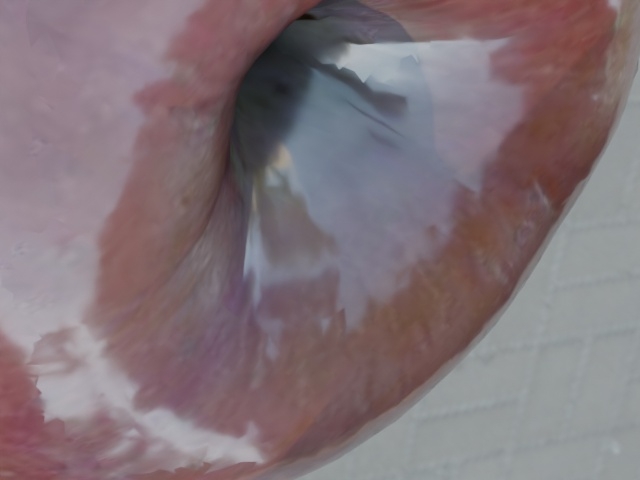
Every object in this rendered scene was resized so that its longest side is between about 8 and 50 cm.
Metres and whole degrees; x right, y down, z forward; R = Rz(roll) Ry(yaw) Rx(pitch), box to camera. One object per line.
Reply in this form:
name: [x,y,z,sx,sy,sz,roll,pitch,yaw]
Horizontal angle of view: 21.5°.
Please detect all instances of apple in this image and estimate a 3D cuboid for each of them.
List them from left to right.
apple: [-0.062,-0.080,0.435,0.306,0.235,0.305,-27,137,-28]
